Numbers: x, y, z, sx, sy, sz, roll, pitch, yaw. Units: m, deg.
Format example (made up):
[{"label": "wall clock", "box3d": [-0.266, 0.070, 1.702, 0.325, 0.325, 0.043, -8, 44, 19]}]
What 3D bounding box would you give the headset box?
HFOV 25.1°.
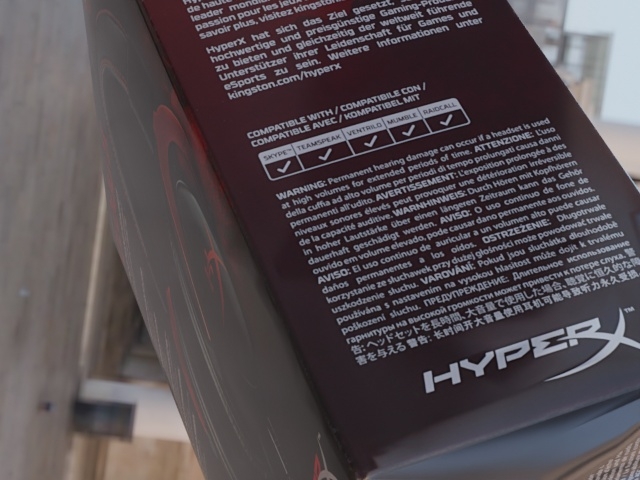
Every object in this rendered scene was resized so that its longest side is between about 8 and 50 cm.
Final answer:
[{"label": "headset box", "box3d": [0.000, 0.000, 0.496, 0.218, 0.110, 0.293, 94, -24, -52]}]
